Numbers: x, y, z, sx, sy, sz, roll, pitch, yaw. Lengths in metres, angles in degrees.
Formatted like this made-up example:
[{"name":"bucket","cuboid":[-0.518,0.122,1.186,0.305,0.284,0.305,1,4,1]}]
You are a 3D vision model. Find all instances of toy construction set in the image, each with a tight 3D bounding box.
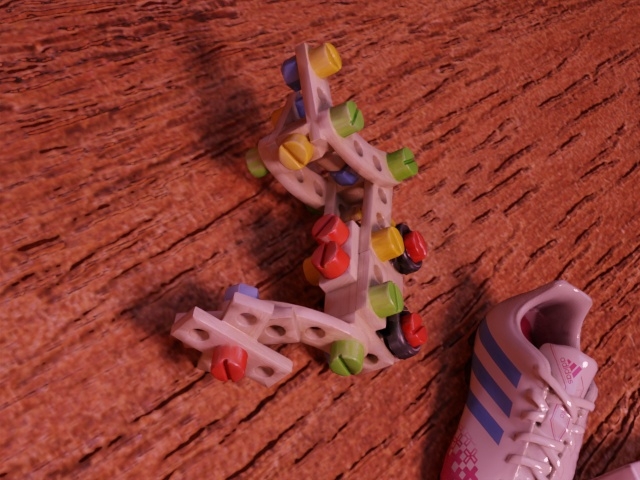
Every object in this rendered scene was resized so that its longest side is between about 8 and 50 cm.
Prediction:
[{"name":"toy construction set","cuboid":[0.000,0.000,0.944,0.215,0.151,0.328,49,47,-36]}]

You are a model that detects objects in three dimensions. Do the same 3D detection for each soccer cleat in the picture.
[{"name":"soccer cleat","cuboid":[0.192,0.177,0.975,0.116,0.143,0.331,28,49,-20]}]

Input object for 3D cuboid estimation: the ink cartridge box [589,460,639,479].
[{"name":"ink cartridge box","cuboid":[0.378,0.294,1.078,0.203,0.086,0.148,-4,64,-39]}]
